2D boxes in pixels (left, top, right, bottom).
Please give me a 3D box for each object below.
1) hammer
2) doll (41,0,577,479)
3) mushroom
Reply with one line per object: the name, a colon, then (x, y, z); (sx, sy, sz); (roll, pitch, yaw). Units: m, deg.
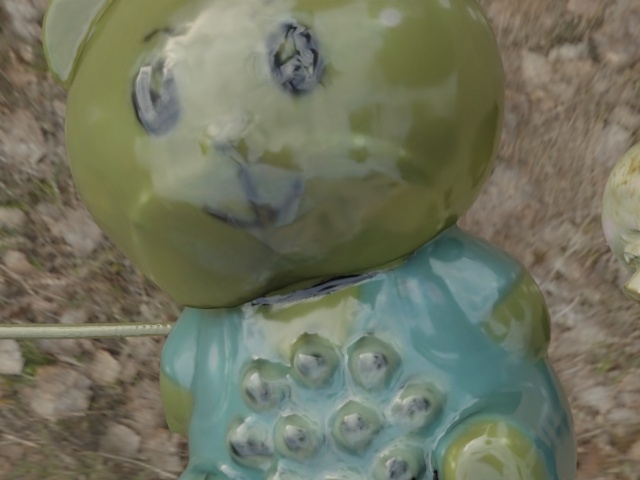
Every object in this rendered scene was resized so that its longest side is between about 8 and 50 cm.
hammer: (-0.152, 0.069, 1.122); (0.195, 0.028, 0.060); (-1, 101, 11)
doll: (0.000, 0.000, 0.682); (0.177, 0.161, 0.260); (-14, 99, 17)
mushroom: (0.136, 0.000, 0.601); (0.083, 0.083, 0.067); (35, 81, 6)
